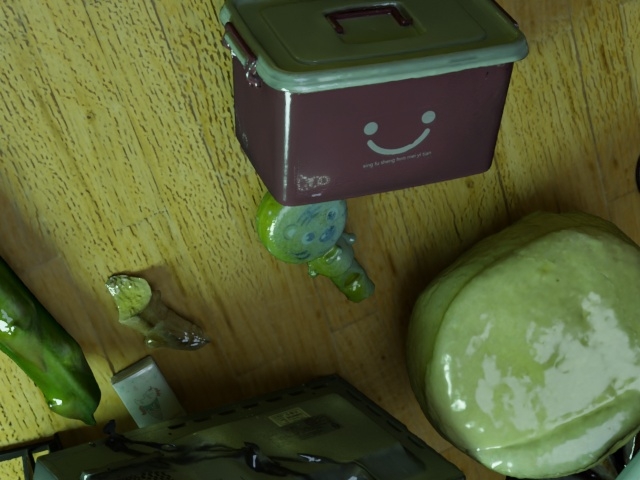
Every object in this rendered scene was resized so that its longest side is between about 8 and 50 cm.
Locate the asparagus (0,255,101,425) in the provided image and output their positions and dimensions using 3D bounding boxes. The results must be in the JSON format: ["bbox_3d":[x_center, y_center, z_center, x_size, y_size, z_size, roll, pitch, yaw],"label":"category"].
[{"bbox_3d":[-0.330,0.071,1.578,0.082,0.085,0.343,-36,127,3],"label":"asparagus"}]

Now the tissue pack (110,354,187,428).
[{"bbox_3d":[-0.193,0.185,1.735,0.056,0.023,0.108,-30,125,-5],"label":"tissue pack"}]

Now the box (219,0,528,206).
[{"bbox_3d":[0.048,-0.156,1.555,0.294,0.193,0.167,-10,129,-19],"label":"box"}]

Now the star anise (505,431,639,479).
[{"bbox_3d":[0.380,0.310,2.003,0.332,0.117,0.331,-8,111,-20],"label":"star anise"}]

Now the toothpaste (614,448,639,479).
[{"bbox_3d":[0.371,0.338,1.925,0.062,0.039,0.239,30,102,-31],"label":"toothpaste"}]

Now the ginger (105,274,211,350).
[{"bbox_3d":[-0.183,0.087,1.675,0.137,0.044,0.057,42,78,-37],"label":"ginger"}]

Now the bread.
[{"bbox_3d":[0.258,0.122,1.773,0.320,0.237,0.320,-1,96,-12],"label":"bread"}]

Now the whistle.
[{"bbox_3d":[0.000,0.000,1.703,0.104,0.057,0.198,-43,133,-3],"label":"whistle"}]

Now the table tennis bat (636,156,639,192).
[{"bbox_3d":[0.438,-0.067,1.873,0.095,0.014,0.158,-27,123,-8],"label":"table tennis bat"}]

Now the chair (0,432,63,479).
[{"bbox_3d":[-0.267,0.277,1.722,0.212,0.084,0.101,-12,126,-17],"label":"chair"}]

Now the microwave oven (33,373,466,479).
[{"bbox_3d":[-0.090,0.364,1.676,0.432,0.236,0.374,-12,124,-42],"label":"microwave oven"}]
